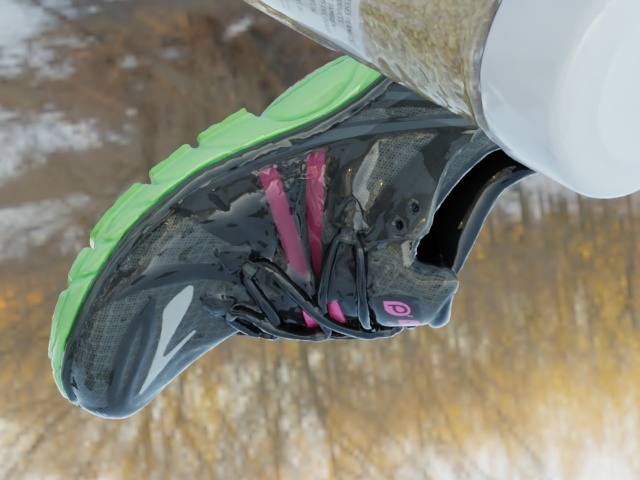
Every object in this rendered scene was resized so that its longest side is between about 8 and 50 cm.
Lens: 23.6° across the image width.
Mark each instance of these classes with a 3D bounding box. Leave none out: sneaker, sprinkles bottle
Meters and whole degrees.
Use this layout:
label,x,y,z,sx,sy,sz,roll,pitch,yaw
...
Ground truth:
label,x,y,z,sx,sy,sz,roll,pitch,yaw
sneaker,0.000,0.000,1.149,0.483,0.202,0.185,-35,164,11
sprinkles bottle,0.035,-0.145,0.764,0.121,0.121,0.355,-7,-150,-40
